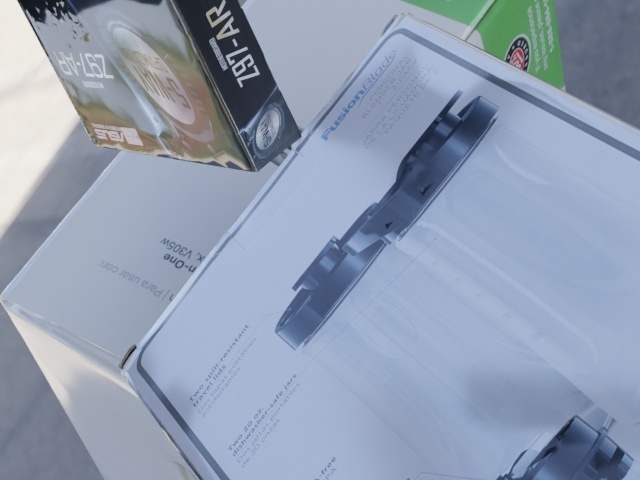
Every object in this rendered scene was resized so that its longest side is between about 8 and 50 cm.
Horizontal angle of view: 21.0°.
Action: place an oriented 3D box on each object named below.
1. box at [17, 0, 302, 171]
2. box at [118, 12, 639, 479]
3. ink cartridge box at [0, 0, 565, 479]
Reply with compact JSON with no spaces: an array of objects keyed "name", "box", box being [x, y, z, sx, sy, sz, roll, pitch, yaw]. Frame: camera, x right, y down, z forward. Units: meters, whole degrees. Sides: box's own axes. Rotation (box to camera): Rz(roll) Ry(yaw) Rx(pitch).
[{"name":"box","box":[-0.048,-0.054,0.471,0.018,0.067,0.083,-40,31,-27]},{"name":"box","box":[0.062,0.050,0.510,0.169,0.087,0.290,-52,31,0]},{"name":"ink cartridge box","box":[0.000,0.000,0.850,0.121,0.211,0.289,25,63,27]}]
